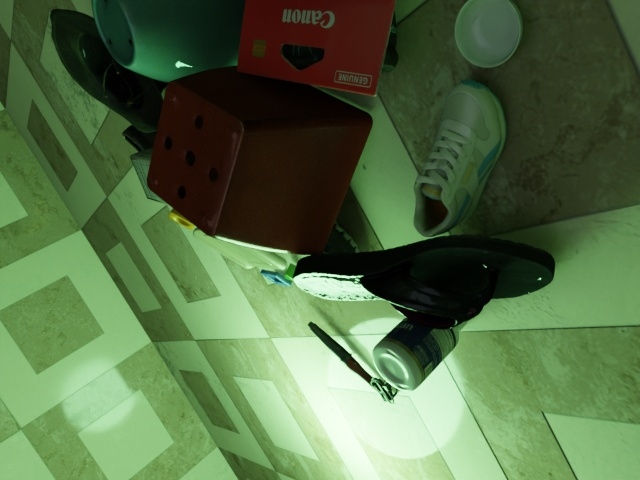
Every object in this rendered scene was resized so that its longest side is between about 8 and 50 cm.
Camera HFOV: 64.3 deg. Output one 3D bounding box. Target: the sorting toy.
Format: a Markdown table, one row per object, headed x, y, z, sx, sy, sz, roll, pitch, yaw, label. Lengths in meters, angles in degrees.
| x | y | z | sx | sy | sz | roll | pitch | yaw | label |
| --- | --- | --- | --- | --- | --- | --- | --- | --- | --- |
| -0.187 | 0.007 | 1.185 | 0.347 | 0.047 | 0.196 | 34 | 159 | -27 | sorting toy |

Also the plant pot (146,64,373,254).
| x | y | z | sx | sy | sz | roll | pitch | yaw | label |
| --- | --- | --- | --- | --- | --- | --- | --- | --- | --- |
| -0.121 | -0.133 | 0.835 | 0.267 | 0.236 | 0.267 | 34 | 117 | 28 | plant pot |

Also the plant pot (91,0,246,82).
| x | y | z | sx | sy | sz | roll | pitch | yaw | label |
| --- | --- | --- | --- | --- | --- | --- | --- | --- | --- |
| -0.290 | -0.409 | 0.928 | 0.290 | 0.195 | 0.290 | 32 | 140 | 31 | plant pot |

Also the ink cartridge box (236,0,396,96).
| x | y | z | sx | sy | sz | roll | pitch | yaw | label |
| --- | --- | --- | --- | --- | --- | --- | --- | --- | --- |
| -0.024 | -0.347 | 0.673 | 0.296 | 0.066 | 0.261 | 24 | 107 | 39 | ink cartridge box |

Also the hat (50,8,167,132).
| x | y | z | sx | sy | sz | roll | pitch | yaw | label |
| --- | --- | --- | --- | --- | --- | --- | --- | --- | --- |
| -0.453 | -0.417 | 1.182 | 0.331 | 0.134 | 0.331 | 28 | 153 | 16 | hat |

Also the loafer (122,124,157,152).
| x | y | z | sx | sy | sz | roll | pitch | yaw | label |
| --- | --- | --- | --- | --- | --- | --- | --- | --- | --- |
| -0.420 | -0.183 | 1.371 | 0.302 | 0.095 | 0.109 | 59 | 147 | -5 | loafer |

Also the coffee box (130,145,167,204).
| x | y | z | sx | sy | sz | roll | pitch | yaw | label |
| --- | --- | --- | --- | --- | --- | --- | --- | --- | --- |
| -0.276 | -0.157 | 1.151 | 0.297 | 0.168 | 0.119 | 16 | 130 | 45 | coffee box |

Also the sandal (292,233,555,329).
| x | y | z | sx | sy | sz | roll | pitch | yaw | label |
| --- | --- | --- | --- | --- | --- | --- | --- | --- | --- |
| 0.140 | 0.083 | 0.802 | 0.446 | 0.107 | 0.167 | -9 | 148 | 41 | sandal |

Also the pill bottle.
| x | y | z | sx | sy | sz | roll | pitch | yaw | label |
| --- | --- | --- | --- | --- | --- | --- | --- | --- | --- |
| 0.174 | 0.167 | 0.862 | 0.094 | 0.169 | 0.094 | 31 | 139 | 32 | pill bottle |

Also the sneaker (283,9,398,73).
| x | y | z | sx | sy | sz | roll | pitch | yaw | label |
| --- | --- | --- | --- | --- | --- | --- | --- | --- | --- |
| 0.010 | -0.305 | 0.758 | 0.267 | 0.101 | 0.106 | 16 | 111 | 42 | sneaker |

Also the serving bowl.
| x | y | z | sx | sy | sz | roll | pitch | yaw | label |
| --- | --- | --- | --- | --- | --- | --- | --- | --- | --- |
| 0.202 | -0.250 | 0.600 | 0.083 | 0.027 | 0.083 | 32 | 141 | 31 | serving bowl |

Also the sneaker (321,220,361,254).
| x | y | z | sx | sy | sz | roll | pitch | yaw | label |
| --- | --- | --- | --- | --- | --- | --- | --- | --- | --- |
| 0.000 | 0.000 | 0.994 | 0.078 | 0.106 | 0.234 | -18 | 103 | 56 | sneaker |

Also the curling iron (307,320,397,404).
| x | y | z | sx | sy | sz | roll | pitch | yaw | label |
| --- | --- | --- | --- | --- | --- | --- | --- | --- | --- |
| 0.075 | 0.281 | 1.205 | 0.274 | 0.035 | 0.068 | 39 | 139 | 23 | curling iron |

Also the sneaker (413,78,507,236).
| x | y | z | sx | sy | sz | roll | pitch | yaw | label |
| --- | --- | --- | --- | --- | --- | --- | --- | --- | --- |
| 0.183 | -0.102 | 0.693 | 0.087 | 0.092 | 0.229 | 32 | 139 | 33 | sneaker |
